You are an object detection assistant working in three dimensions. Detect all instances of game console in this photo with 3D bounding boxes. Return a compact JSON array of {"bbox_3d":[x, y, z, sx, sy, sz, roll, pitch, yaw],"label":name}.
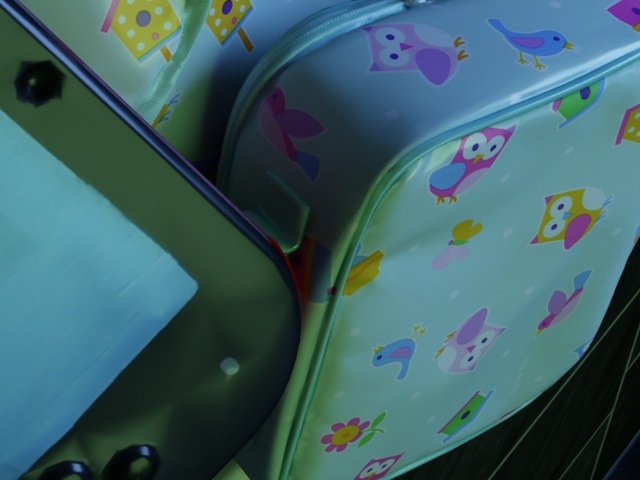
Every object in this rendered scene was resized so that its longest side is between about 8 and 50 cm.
[{"bbox_3d":[-0.208,0.054,0.579,0.342,0.060,0.386,-50,132,-5],"label":"game console"}]

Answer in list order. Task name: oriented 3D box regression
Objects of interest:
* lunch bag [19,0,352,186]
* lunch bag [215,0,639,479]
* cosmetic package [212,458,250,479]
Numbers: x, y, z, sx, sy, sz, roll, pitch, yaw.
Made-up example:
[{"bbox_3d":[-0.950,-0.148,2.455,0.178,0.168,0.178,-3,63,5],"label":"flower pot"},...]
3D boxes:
[{"bbox_3d":[-0.125,-0.069,0.727,0.262,0.160,0.223,-1,125,-60],"label":"lunch bag"},{"bbox_3d":[0.044,-0.004,0.803,0.224,0.108,0.279,-21,144,-30],"label":"lunch bag"},{"bbox_3d":[-0.210,0.210,0.865,0.365,0.197,0.155,-47,156,-34],"label":"cosmetic package"}]
